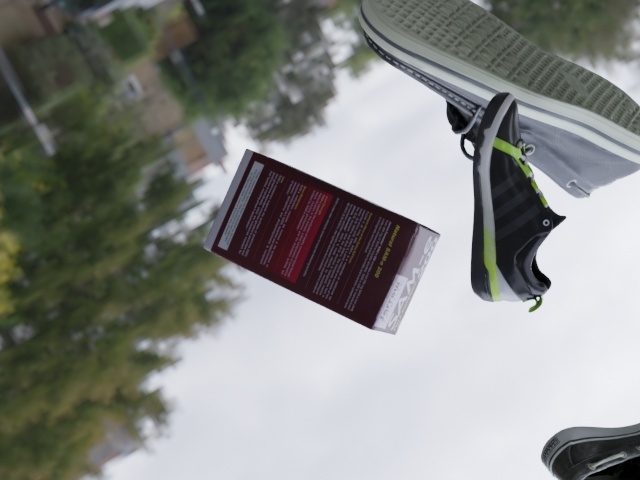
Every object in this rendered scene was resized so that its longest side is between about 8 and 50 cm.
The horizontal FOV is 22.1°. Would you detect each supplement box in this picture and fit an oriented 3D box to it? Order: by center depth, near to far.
[{"bbox_3d":[0.000,0.000,1.855,0.073,0.239,0.130,19,96,-63],"label":"supplement box"}]

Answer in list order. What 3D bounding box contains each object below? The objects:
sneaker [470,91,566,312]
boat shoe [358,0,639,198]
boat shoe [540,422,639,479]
[{"bbox_3d":[0.215,-0.042,1.748,0.097,0.234,0.084,4,-166,15],"label":"sneaker"},{"bbox_3d":[0.230,-0.177,2.102,0.156,0.500,0.186,-45,-137,27],"label":"boat shoe"},{"bbox_3d":[0.336,0.236,1.725,0.219,0.077,0.070,-3,-146,-28],"label":"boat shoe"}]
